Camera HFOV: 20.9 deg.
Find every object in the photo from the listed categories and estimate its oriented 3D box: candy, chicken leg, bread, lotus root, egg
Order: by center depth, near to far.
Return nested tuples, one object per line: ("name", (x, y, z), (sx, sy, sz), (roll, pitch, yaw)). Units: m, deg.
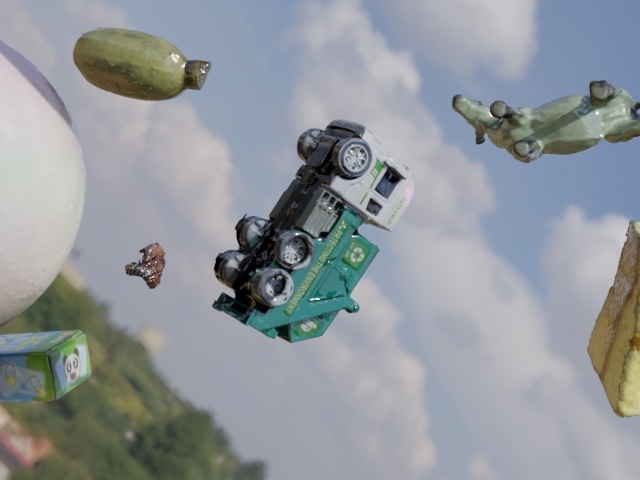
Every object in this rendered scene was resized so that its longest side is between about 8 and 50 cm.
("chicken leg", (-0.156, 0.025, 1.584), (0.036, 0.021, 0.083), (64, 18, -11))
("bread", (0.414, 0.091, 1.704), (0.264, 0.167, 0.163), (9, 16, -2))
("egg", (-0.419, -0.073, 1.822), (0.354, 0.354, 0.340), (47, -15, -2))
("candy", (-0.374, 0.146, 1.994), (0.097, 0.194, 0.062), (-34, 119, -68))
("lotus root", (-0.220, -0.210, 2.108), (0.183, 0.077, 0.090), (14, -10, 24))

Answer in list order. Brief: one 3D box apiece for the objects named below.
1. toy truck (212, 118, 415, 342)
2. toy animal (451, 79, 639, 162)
("toy truck", (0.000, 0.000, 1.629), (0.116, 0.216, 0.110), (36, -7, -27))
("toy animal", (0.231, -0.116, 1.683), (0.176, 0.217, 0.073), (-29, 112, -75))
